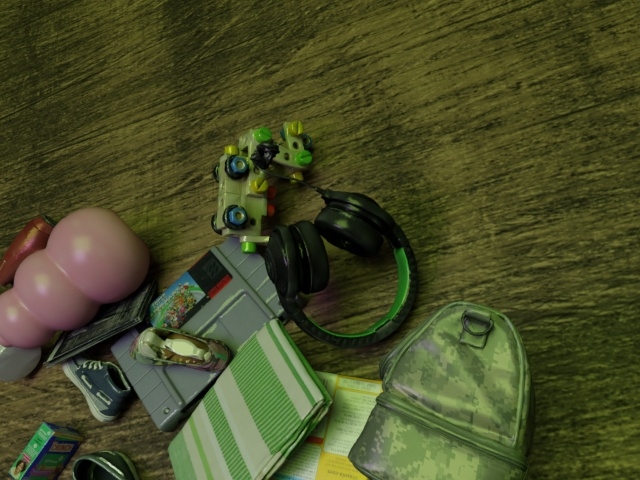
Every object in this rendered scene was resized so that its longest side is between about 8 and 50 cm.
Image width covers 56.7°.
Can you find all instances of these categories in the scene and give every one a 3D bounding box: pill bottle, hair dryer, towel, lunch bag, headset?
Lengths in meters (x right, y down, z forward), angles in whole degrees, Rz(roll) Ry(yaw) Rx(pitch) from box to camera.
[{"bbox_3d":[-0.722,0.205,1.288,0.246,0.136,0.136,24,75,30],"label":"pill bottle"},{"bbox_3d":[-0.635,0.040,1.373,0.293,0.080,0.223,-15,60,14],"label":"hair dryer"},{"bbox_3d":[-0.129,0.310,0.980,0.325,0.038,0.248,-54,37,8],"label":"towel"},{"bbox_3d":[0.196,0.235,0.819,0.212,0.305,0.256,21,77,26],"label":"lunch bag"},{"bbox_3d":[0.000,0.000,1.043,0.243,0.185,0.394,-34,96,-16],"label":"headset"}]

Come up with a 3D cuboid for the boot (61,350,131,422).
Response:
[{"bbox_3d":[-0.441,0.261,1.178,0.190,0.069,0.086,43,109,24],"label":"boot"}]

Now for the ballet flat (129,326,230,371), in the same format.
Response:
[{"bbox_3d":[-0.272,0.194,1.085,0.221,0.079,0.077,5,67,23],"label":"ballet flat"}]

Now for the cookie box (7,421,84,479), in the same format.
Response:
[{"bbox_3d":[-0.521,0.408,1.131,0.040,0.092,0.107,25,76,27],"label":"cookie box"}]

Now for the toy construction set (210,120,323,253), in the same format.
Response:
[{"bbox_3d":[-0.099,-0.089,1.184,0.151,0.215,0.327,-38,52,48],"label":"toy construction set"}]

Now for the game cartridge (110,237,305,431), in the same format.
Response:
[{"bbox_3d":[-0.230,0.166,1.164,0.355,0.068,0.230,-44,61,-4],"label":"game cartridge"}]

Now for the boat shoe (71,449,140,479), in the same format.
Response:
[{"bbox_3d":[-0.328,0.490,1.008,0.116,0.099,0.319,-44,57,-5],"label":"boat shoe"}]

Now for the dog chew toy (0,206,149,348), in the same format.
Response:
[{"bbox_3d":[-0.514,0.087,1.204,0.332,0.206,0.206,-44,57,-14],"label":"dog chew toy"}]

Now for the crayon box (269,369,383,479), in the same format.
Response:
[{"bbox_3d":[-0.009,0.377,0.951,0.203,0.083,0.323,4,65,24],"label":"crayon box"}]

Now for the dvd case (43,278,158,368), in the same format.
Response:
[{"bbox_3d":[-0.446,0.167,1.218,0.221,0.018,0.164,-26,23,7],"label":"dvd case"}]
